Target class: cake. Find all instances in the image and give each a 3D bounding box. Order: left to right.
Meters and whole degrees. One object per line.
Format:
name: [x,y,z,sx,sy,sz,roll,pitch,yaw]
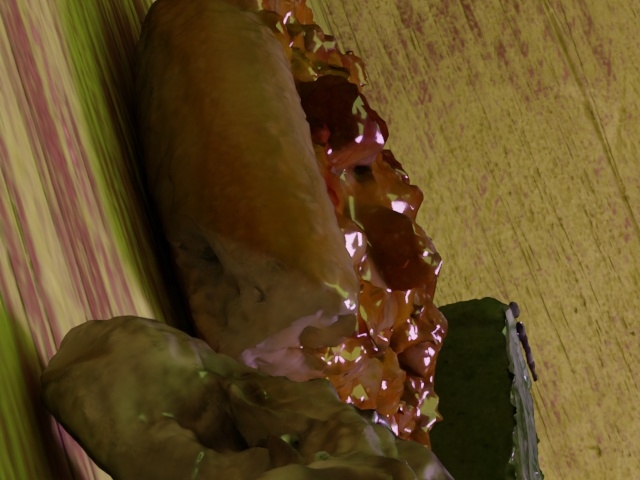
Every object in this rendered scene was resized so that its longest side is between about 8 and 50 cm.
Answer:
cake: [0.053,0.145,0.826,0.100,0.099,0.235,65,18,-52]

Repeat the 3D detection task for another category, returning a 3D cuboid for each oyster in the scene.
oyster: [-0.007,0.096,0.371,0.191,0.081,0.163,53,-30,37]

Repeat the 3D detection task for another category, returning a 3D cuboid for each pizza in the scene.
pizza: [0.000,0.000,0.728,0.335,0.086,0.226,-101,167,-74]
